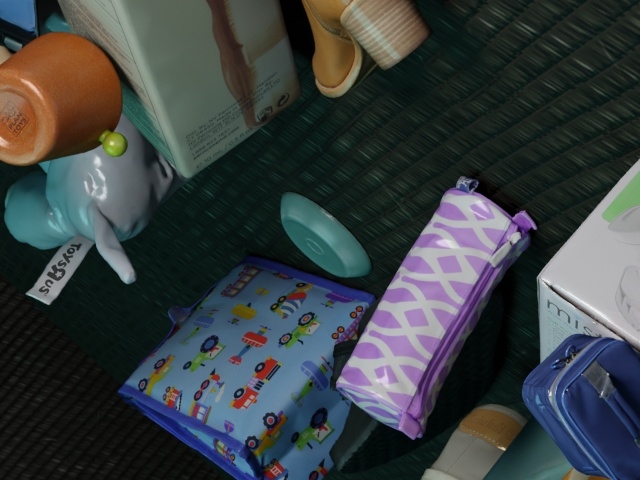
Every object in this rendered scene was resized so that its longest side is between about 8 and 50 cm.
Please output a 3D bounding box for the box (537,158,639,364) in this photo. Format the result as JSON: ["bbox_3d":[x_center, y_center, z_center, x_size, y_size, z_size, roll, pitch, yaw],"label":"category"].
[{"bbox_3d":[0.286,0.103,1.251,0.262,0.127,0.231,35,162,23],"label":"box"}]

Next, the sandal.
[{"bbox_3d":[0.086,0.106,1.735,0.445,0.168,0.107,102,145,-63],"label":"sandal"}]

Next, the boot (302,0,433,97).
[{"bbox_3d":[0.002,-0.187,1.288,0.152,0.073,0.197,52,164,-6],"label":"boot"}]

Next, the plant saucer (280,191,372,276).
[{"bbox_3d":[0.000,0.000,1.829,0.119,0.021,0.119,37,163,14],"label":"plant saucer"}]

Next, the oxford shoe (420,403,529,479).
[{"bbox_3d":[0.265,0.285,1.793,0.169,0.130,0.449,15,164,46],"label":"oxford shoe"}]

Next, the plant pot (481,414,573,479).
[{"bbox_3d":[0.256,0.206,1.530,0.165,0.165,0.234,41,155,3],"label":"plant pot"}]

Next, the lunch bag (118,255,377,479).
[{"bbox_3d":[-0.080,0.131,1.990,0.293,0.221,0.138,26,157,44],"label":"lunch bag"}]

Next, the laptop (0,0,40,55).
[{"bbox_3d":[-0.430,-0.227,1.561,0.382,0.408,0.236,25,159,47],"label":"laptop"}]

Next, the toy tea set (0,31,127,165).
[{"bbox_3d":[-0.276,-0.185,1.385,0.200,0.124,0.336,-12,102,27],"label":"toy tea set"}]

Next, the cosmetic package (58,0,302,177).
[{"bbox_3d":[-0.122,-0.198,1.386,0.153,0.129,0.296,48,168,24],"label":"cosmetic package"}]

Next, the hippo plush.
[{"bbox_3d":[-0.247,-0.117,1.685,0.234,0.294,0.236,-13,118,36],"label":"hippo plush"}]

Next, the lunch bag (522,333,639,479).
[{"bbox_3d":[0.182,0.105,1.154,0.098,0.067,0.065,51,163,-17],"label":"lunch bag"}]

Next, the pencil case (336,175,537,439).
[{"bbox_3d":[0.095,0.057,1.450,0.088,0.206,0.086,21,167,45],"label":"pencil case"}]

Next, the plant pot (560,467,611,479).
[{"bbox_3d":[0.211,0.272,1.366,0.205,0.205,0.188,36,124,21],"label":"plant pot"}]
